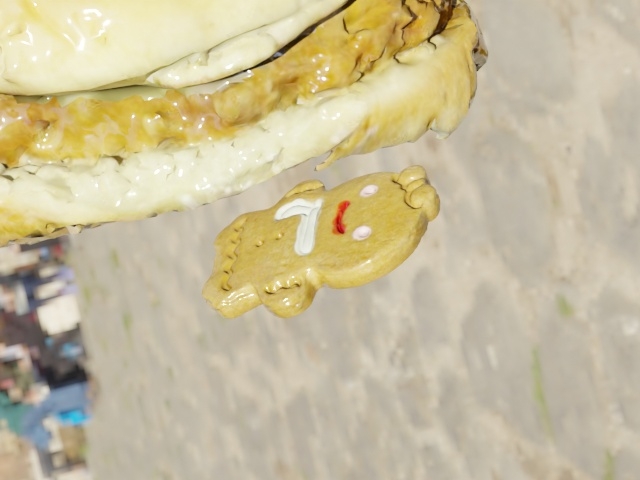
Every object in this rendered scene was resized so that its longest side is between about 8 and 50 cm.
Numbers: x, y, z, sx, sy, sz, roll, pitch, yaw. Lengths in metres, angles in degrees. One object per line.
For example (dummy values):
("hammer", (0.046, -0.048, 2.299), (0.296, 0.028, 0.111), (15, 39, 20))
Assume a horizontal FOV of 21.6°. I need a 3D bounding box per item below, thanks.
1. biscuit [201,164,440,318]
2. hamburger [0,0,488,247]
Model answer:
("biscuit", (-0.001, -0.002, 1.634), (0.035, 0.249, 0.184), (59, -151, -34))
("hamburger", (-0.080, -0.084, 0.666), (0.259, 0.283, 0.144), (-146, 35, -73))
